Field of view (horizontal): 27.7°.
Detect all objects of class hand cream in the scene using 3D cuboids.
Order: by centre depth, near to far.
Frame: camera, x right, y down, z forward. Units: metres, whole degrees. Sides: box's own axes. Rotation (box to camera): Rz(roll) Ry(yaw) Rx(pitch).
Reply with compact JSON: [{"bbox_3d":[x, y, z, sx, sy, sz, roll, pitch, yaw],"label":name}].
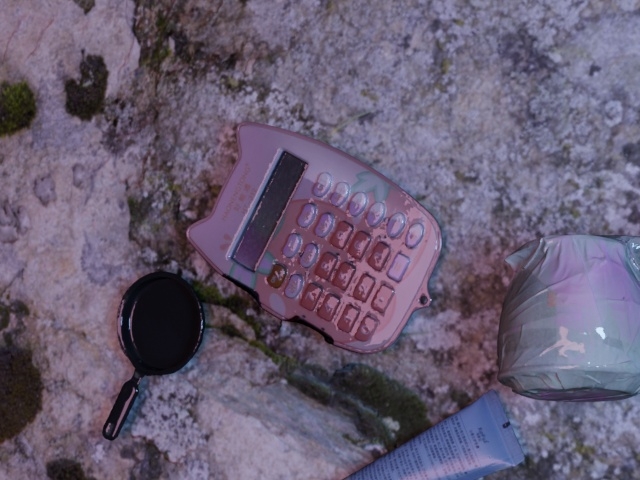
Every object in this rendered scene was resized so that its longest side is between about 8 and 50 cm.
[{"bbox_3d":[0.103,0.272,1.496,0.271,0.058,0.091,-31,60,18],"label":"hand cream"}]

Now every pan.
[{"bbox_3d":[-0.227,0.153,1.693,0.136,0.028,0.235,27,94,28],"label":"pan"}]

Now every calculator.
[{"bbox_3d":[0.000,0.000,1.583,0.330,0.048,0.220,31,98,24],"label":"calculator"}]

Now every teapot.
[{"bbox_3d":[0.294,0.073,1.354,0.222,0.163,0.178,-6,75,28],"label":"teapot"}]
